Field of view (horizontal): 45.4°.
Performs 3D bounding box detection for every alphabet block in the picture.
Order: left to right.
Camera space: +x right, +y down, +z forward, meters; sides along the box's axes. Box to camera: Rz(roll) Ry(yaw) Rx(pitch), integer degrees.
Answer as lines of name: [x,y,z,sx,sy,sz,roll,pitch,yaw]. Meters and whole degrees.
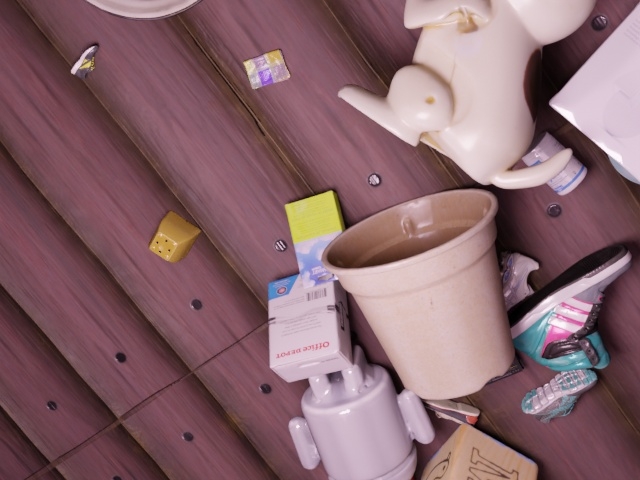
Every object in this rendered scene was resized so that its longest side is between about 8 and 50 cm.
alphabet block: [0.320,0.543,1.599,0.193,0.197,0.192,28,126,2]

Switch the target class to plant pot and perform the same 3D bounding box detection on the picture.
plant pot: [-0.318,0.000,1.623,0.081,0.083,0.081,33,113,-2]
plant pot: [0.209,0.111,1.419,0.334,0.334,0.305,-17,107,17]

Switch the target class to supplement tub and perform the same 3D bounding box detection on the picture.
supplement tub: [0.432,-0.142,1.419,0.107,0.071,0.071,41,112,-4]

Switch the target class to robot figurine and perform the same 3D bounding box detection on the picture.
robot figurine: [0.085,0.401,1.616,0.300,0.200,0.353,-15,105,15]

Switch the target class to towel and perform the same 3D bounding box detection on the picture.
towel: [-0.105,-0.335,1.497,0.083,0.009,0.060,-13,107,16]

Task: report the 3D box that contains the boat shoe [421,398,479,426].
boat shoe: [0.272,0.366,1.648,0.137,0.049,0.043,16,114,1]

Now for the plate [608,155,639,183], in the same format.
plate: [0.618,-0.186,1.389,0.188,0.024,0.188,4,110,10]

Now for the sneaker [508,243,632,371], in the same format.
sneaker: [0.513,0.153,1.475,0.178,0.124,0.295,46,120,-1]

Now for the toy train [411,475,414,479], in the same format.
toy train: [0.251,0.622,1.690,0.248,0.143,0.105,23,113,4]

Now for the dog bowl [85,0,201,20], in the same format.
dog bowl: [-0.303,-0.608,1.368,0.408,0.150,0.408,4,109,11]

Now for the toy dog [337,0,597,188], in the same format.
toy dog: [0.281,-0.322,1.248,0.395,0.285,0.408,40,107,34]

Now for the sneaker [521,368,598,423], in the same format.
sneaker: [0.503,0.323,1.584,0.166,0.065,0.076,-34,116,24]

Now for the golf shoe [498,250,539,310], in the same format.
golf shoe: [0.381,0.110,1.524,0.086,0.069,0.176,13,113,1]

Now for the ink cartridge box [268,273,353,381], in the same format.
ink cartridge box: [-0.023,0.169,1.552,0.148,0.203,0.086,-16,143,17]

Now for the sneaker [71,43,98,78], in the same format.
sneaker: [-0.472,-0.364,1.558,0.035,0.031,0.083,39,117,-18]

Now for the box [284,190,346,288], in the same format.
box: [0.000,0.000,1.538,0.109,0.042,0.178,-16,78,17]

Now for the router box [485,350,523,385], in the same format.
router box: [0.346,0.248,1.593,0.122,0.038,0.092,-26,103,19]

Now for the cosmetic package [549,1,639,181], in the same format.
cosmetic package: [0.555,-0.249,1.298,0.224,0.138,0.224,44,114,9]
